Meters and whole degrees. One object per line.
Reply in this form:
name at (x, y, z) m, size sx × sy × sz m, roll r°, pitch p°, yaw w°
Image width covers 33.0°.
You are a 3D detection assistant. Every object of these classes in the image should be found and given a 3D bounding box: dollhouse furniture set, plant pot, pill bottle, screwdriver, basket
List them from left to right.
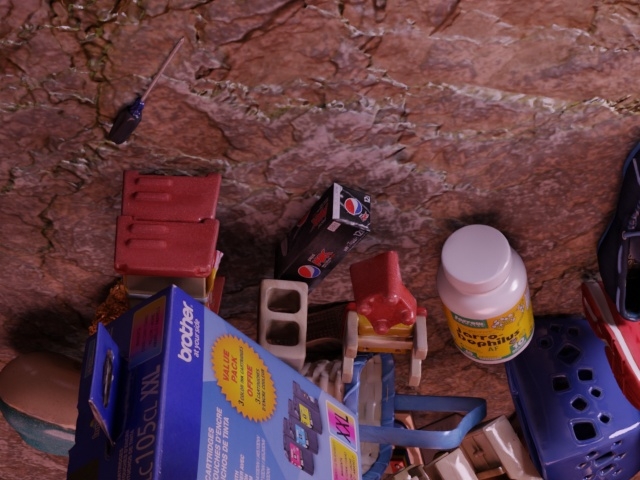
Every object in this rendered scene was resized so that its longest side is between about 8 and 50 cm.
screwdriver at (-0.184, -0.156, 1.133) m, size 0.025 × 0.024 × 0.170 m, roll -15°, pitch 158°, yaw -40°
dollhouse furniture set at (-0.052, 0.047, 1.292) m, size 0.374 × 0.152 × 0.201 m, roll 3°, pitch 138°, yaw -4°
basket at (0.084, 0.257, 1.584) m, size 0.289 × 0.201 × 0.255 m, roll -3°, pitch 179°, yaw 21°
dollhouse furniture set at (0.189, 0.379, 1.516) m, size 0.242 × 0.161 × 0.212 m, roll -27°, pitch 172°, yaw -24°
pill bottle at (0.217, 0.070, 1.427) m, size 0.117 × 0.118 × 0.208 m, roll -9°, pitch 147°, yaw 10°
plant pot at (0.408, 0.250, 1.628) m, size 0.212 × 0.236 × 0.236 m, roll -15°, pitch 145°, yaw 5°

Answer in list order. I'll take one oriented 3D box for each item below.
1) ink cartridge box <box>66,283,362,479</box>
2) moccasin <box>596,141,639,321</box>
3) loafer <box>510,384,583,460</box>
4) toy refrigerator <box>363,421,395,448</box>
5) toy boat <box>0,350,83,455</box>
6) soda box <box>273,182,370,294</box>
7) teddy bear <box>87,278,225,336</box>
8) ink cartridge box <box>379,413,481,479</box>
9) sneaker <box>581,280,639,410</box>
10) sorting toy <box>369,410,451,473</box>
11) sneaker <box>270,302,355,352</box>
ink cartridge box at (-0.126, 0.238, 1.187) m, size 0.151 × 0.270 × 0.395 m, roll -32°, pitch 129°, yaw 27°
moccasin at (0.429, -0.016, 1.313) m, size 0.137 × 0.117 × 0.342 m, roll -4°, pitch 147°, yaw 1°
loafer at (0.385, 0.380, 1.908) m, size 0.133 × 0.130 × 0.366 m, roll -1°, pitch 147°, yaw -3°
toy refrigerator at (-0.019, 0.307, 1.788) m, size 0.269 × 0.102 × 0.094 m, roll -13°, pitch 146°, yaw 14°
toy boat at (-0.437, 0.224, 1.536) m, size 0.318 × 0.148 × 0.267 m, roll 20°, pitch 178°, yaw -10°
soda box at (0.000, 0.000, 1.351) m, size 0.053 × 0.060 × 0.169 m, roll 18°, pitch 142°, yaw -22°
teddy bear at (-0.170, 0.196, 1.458) m, size 0.338 × 0.113 × 0.245 m, roll 44°, pitch 140°, yaw -11°
ink cartridge box at (0.185, 0.464, 1.949) m, size 0.117 × 0.207 × 0.283 m, roll 27°, pitch 136°, yaw -35°
sneaker at (0.443, 0.122, 1.449) m, size 0.128 × 0.221 × 0.087 m, roll -16°, pitch 137°, yaw 1°
sorting toy at (0.092, 0.353, 1.843) m, size 0.274 × 0.046 × 0.132 m, roll -3°, pitch 119°, yaw 23°
sneaker at (0.023, 0.130, 1.571) m, size 0.188 × 0.066 × 0.071 m, roll -3°, pitch 165°, yaw 8°
